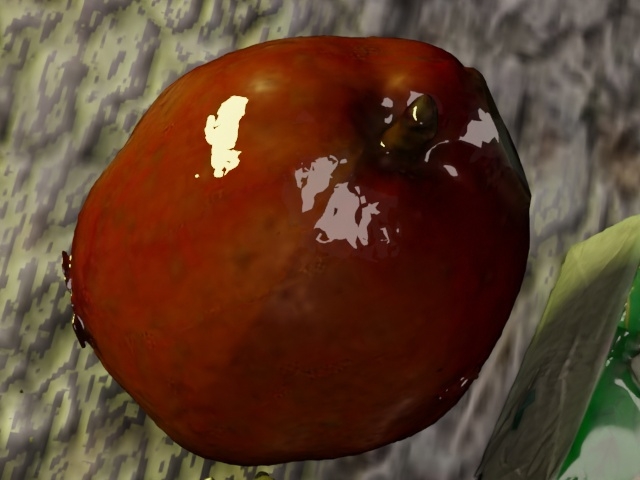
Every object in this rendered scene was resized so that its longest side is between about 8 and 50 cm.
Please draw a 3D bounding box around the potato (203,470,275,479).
[{"bbox_3d":[-0.028,0.270,0.365,0.270,0.219,0.359,-22,82,-14],"label":"potato"}]

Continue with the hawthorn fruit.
[{"bbox_3d":[0.000,0.000,0.448,0.185,0.202,0.185,12,61,-22],"label":"hawthorn fruit"}]

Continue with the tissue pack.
[{"bbox_3d":[0.205,0.095,0.491,0.209,0.156,0.148,27,75,-4],"label":"tissue pack"}]
